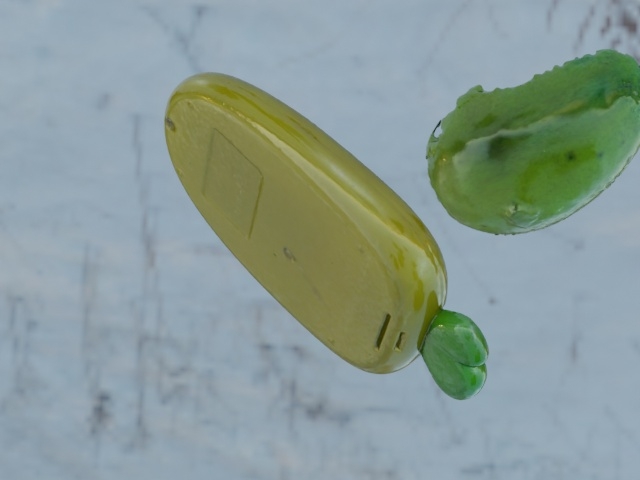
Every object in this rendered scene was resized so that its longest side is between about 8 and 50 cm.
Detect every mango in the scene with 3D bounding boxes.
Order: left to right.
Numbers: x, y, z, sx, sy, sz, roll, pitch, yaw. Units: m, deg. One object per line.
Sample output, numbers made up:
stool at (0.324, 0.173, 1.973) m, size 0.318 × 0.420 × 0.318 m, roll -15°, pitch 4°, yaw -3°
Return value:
mango at (0.161, -0.068, 1.315) m, size 0.178 × 0.100 × 0.119 m, roll -31°, pitch 150°, yaw 20°

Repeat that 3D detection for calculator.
calculator at (0.000, 0.000, 0.994) m, size 0.235 × 0.032 × 0.146 m, roll 42°, pitch 151°, yaw 17°
